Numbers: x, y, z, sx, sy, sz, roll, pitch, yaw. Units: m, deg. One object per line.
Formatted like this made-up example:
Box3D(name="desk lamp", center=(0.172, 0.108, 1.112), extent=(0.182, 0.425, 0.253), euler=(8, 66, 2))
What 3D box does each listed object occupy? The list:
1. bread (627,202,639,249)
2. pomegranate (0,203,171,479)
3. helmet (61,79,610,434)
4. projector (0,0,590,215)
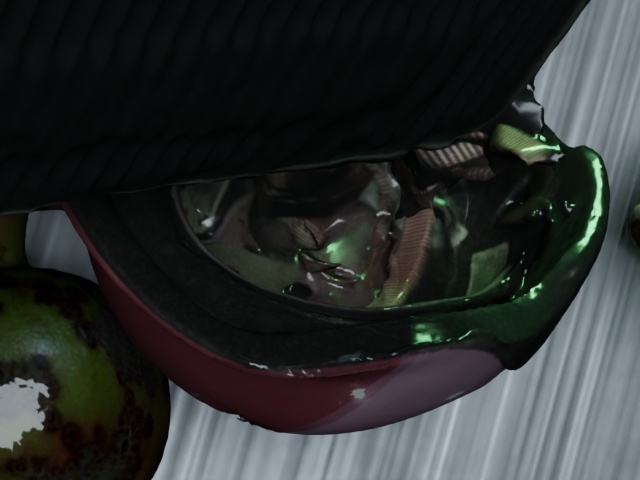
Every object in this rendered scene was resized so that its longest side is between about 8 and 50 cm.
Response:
Box3D(name="bread", center=(0.216, 0.011, 0.797), extent=(0.160, 0.160, 0.073), euler=(41, 86, -3))
Box3D(name="pomegranate", center=(-0.136, 0.056, 0.759), extent=(0.149, 0.148, 0.169), euler=(5, 60, -8))
Box3D(name="helmet", center=(0.000, 0.000, 0.747), extent=(0.253, 0.154, 0.198), euler=(-30, 68, -34))
Box3D(name="projector", center=(-0.129, -0.213, 0.600), extent=(0.395, 0.242, 0.405), euler=(-10, 57, -39))
